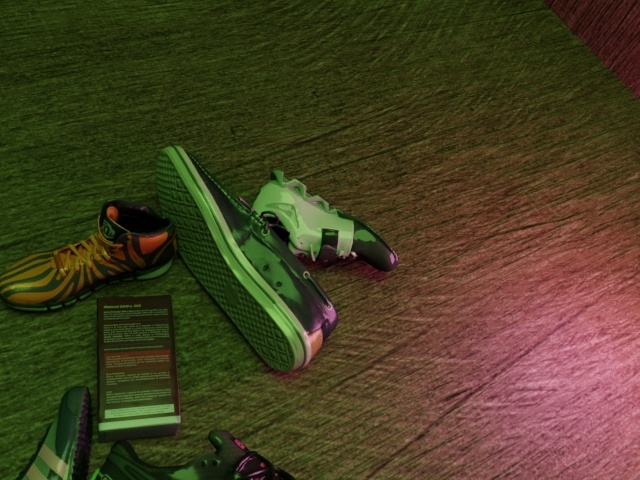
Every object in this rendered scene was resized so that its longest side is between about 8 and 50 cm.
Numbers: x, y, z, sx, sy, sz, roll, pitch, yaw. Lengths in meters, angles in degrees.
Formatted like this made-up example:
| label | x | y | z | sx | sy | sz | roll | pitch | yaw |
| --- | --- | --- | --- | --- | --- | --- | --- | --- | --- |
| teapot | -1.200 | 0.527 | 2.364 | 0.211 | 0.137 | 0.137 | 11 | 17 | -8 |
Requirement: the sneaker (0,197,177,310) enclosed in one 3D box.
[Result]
| label | x | y | z | sx | sy | sz | roll | pitch | yaw |
| --- | --- | --- | --- | --- | --- | --- | --- | --- | --- |
| sneaker | -0.412 | 0.011 | 1.127 | 0.321 | 0.180 | 0.124 | -19 | 64 | -29 |

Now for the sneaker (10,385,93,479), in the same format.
| label | x | y | z | sx | sy | sz | roll | pitch | yaw |
| --- | --- | --- | --- | --- | --- | --- | --- | --- | --- |
| sneaker | -0.420 | 0.361 | 0.929 | 0.131 | 0.112 | 0.318 | 3 | 50 | -5 |

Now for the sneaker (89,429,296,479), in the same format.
| label | x | y | z | sx | sy | sz | roll | pitch | yaw |
| --- | --- | --- | --- | --- | --- | --- | --- | --- | --- |
| sneaker | -0.111 | 0.393 | 0.961 | 0.484 | 0.185 | 0.202 | 11 | 58 | -12 |

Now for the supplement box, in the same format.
| label | x | y | z | sx | sy | sz | roll | pitch | yaw |
| --- | --- | --- | --- | --- | --- | --- | --- | --- | --- |
| supplement box | -0.316 | 0.214 | 1.086 | 0.131 | 0.073 | 0.239 | 0 | 58 | -19 |

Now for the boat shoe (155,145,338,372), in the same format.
| label | x | y | z | sx | sy | sz | roll | pitch | yaw |
| --- | --- | --- | --- | --- | --- | --- | --- | --- | --- |
| boat shoe | -0.149 | 0.018 | 1.216 | 0.156 | 0.186 | 0.500 | -29 | 74 | -37 |

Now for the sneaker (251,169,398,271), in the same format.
| label | x | y | z | sx | sy | sz | roll | pitch | yaw |
| --- | --- | --- | --- | --- | --- | --- | --- | --- | --- |
| sneaker | 0.000 | 0.000 | 1.327 | 0.331 | 0.122 | 0.146 | 31 | 71 | 3 |
